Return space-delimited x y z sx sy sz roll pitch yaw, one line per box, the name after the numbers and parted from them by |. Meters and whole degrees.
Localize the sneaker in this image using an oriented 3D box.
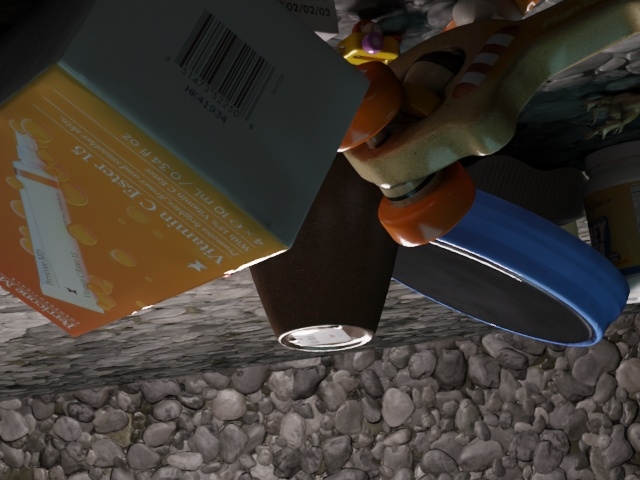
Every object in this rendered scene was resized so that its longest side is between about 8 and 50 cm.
0.235 -0.045 1.926 0.161 0.102 0.282 -14 167 40 | sneaker

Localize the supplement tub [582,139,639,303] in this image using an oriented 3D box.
0.433 -0.024 1.899 0.144 0.199 0.144 -8 168 -2 | supplement tub

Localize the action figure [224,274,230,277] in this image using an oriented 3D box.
-0.204 0.061 2.312 0.115 0.030 0.038 -11 163 4 | action figure

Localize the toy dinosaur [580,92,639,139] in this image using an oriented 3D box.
0.354 -0.155 1.630 0.093 0.053 0.183 -21 179 -13 | toy dinosaur

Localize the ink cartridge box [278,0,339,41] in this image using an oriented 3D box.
-0.059 -0.183 1.151 0.104 0.061 0.181 0 165 -36 | ink cartridge box

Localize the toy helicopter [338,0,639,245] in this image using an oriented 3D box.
0.168 -0.159 1.158 0.355 0.235 0.140 -24 118 31 | toy helicopter

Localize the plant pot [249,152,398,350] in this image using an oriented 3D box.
0.000 0.000 1.575 0.215 0.230 0.215 -2 161 -1 | plant pot

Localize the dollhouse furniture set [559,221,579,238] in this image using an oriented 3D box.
0.335 0.051 2.238 0.161 0.182 0.101 -2 167 -29 | dollhouse furniture set

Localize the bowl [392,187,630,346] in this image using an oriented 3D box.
0.203 0.028 1.828 0.391 0.077 0.391 24 168 5 | bowl

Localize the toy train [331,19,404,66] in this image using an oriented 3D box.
0.022 -0.171 1.314 0.125 0.046 0.166 -14 164 32 | toy train

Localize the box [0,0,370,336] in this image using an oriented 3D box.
-0.165 -0.077 1.118 0.215 0.168 0.345 38 147 -21 | box
